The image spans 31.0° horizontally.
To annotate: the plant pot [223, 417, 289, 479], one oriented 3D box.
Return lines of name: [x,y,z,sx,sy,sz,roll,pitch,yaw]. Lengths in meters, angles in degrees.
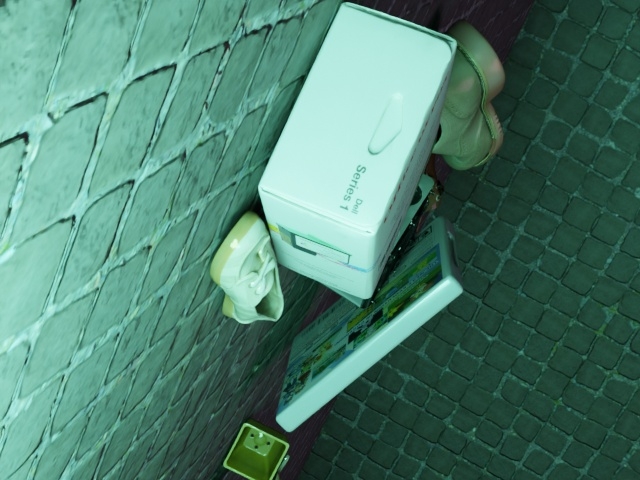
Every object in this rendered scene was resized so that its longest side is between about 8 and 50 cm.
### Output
plant pot: [-0.101,0.336,1.875,0.081,0.081,0.083,-63,-178,7]

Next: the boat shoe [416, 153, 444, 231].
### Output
boat shoe: [0.165,-0.090,1.986,0.307,0.104,0.111,-66,169,22]

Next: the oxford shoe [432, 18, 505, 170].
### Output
oxford shoe: [0.182,-0.190,1.742,0.146,0.140,0.397,-38,159,-6]

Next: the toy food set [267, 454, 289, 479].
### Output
toy food set: [-0.107,0.433,1.887,0.132,0.038,0.192,-60,-176,25]

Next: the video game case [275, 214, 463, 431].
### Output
video game case: [0.074,0.116,1.730,0.329,0.036,0.300,-40,-169,15]

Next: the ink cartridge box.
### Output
ink cartridge box: [0.037,-0.078,1.143,0.278,0.117,0.201,84,28,-75]

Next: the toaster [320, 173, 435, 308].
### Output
toaster: [0.075,-0.009,1.683,0.168,0.110,0.185,-55,170,-31]

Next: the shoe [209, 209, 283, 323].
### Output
shoe: [-0.064,0.032,1.143,0.076,0.058,0.219,-59,172,-18]
